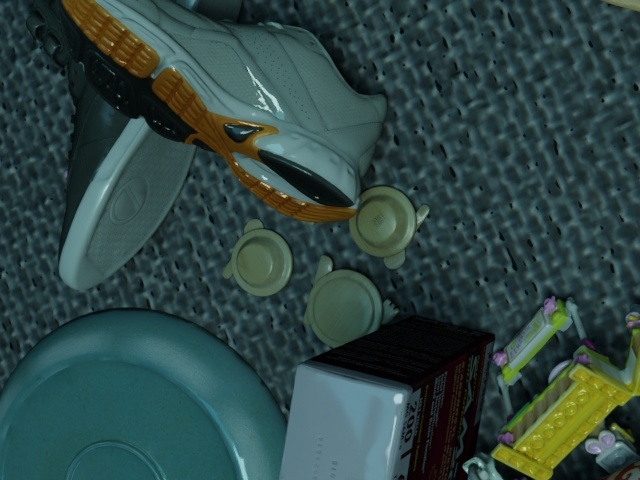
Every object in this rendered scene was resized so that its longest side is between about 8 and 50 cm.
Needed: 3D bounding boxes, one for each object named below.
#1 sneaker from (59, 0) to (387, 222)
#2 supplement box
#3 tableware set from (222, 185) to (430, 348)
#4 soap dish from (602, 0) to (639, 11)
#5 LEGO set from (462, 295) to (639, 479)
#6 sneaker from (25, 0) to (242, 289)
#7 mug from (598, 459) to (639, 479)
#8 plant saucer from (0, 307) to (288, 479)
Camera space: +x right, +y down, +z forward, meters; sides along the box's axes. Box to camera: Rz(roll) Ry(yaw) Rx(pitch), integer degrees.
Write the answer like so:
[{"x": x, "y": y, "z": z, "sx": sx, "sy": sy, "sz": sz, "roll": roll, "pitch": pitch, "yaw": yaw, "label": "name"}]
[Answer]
[{"x": -0.066, "y": -0.126, "z": 0.829, "sx": 0.262, "sy": 0.121, "sz": 0.099, "roll": 36, "pitch": 152, "yaw": -17, "label": "sneaker"}, {"x": 0.050, "y": 0.133, "z": 0.760, "sx": 0.073, "sy": 0.239, "sz": 0.130, "roll": 12, "pitch": 98, "yaw": 19, "label": "supplement box"}, {"x": 0.000, "y": 0.000, "z": 0.891, "sx": 0.169, "sy": 0.020, "sz": 0.141, "roll": 31, "pitch": 102, "yaw": 18, "label": "tableware set"}, {"x": 0.328, "y": -0.257, "z": 0.690, "sx": 0.229, "sy": 0.118, "sz": 0.290, "roll": 20, "pitch": 100, "yaw": 19, "label": "soap dish"}, {"x": 0.220, "y": 0.088, "z": 0.786, "sx": 0.287, "sy": 0.107, "sz": 0.132, "roll": -30, "pitch": 117, "yaw": 16, "label": "LEGO set"}, {"x": -0.178, "y": -0.115, "z": 0.914, "sx": 0.147, "sy": 0.104, "sz": 0.295, "roll": 24, "pitch": 96, "yaw": 20, "label": "sneaker"}, {"x": 0.192, "y": 0.219, "z": 0.720, "sx": 0.169, "sy": 0.150, "sz": 0.113, "roll": -28, "pitch": 124, "yaw": 20, "label": "mug"}, {"x": -0.166, "y": 0.217, "z": 0.959, "sx": 0.318, "sy": 0.044, "sz": 0.317, "roll": 1, "pitch": 93, "yaw": 22, "label": "plant saucer"}]
